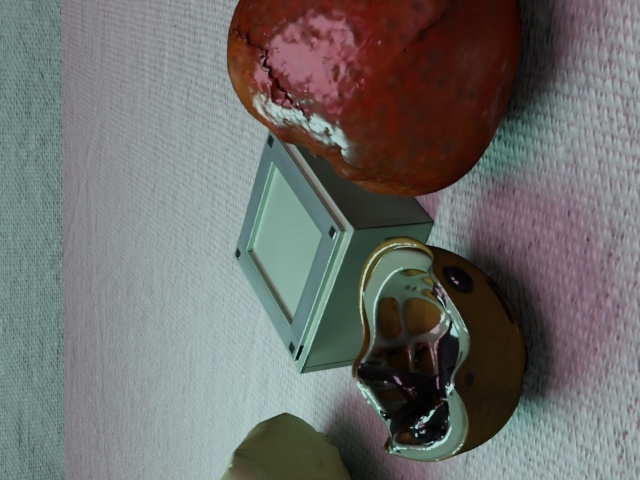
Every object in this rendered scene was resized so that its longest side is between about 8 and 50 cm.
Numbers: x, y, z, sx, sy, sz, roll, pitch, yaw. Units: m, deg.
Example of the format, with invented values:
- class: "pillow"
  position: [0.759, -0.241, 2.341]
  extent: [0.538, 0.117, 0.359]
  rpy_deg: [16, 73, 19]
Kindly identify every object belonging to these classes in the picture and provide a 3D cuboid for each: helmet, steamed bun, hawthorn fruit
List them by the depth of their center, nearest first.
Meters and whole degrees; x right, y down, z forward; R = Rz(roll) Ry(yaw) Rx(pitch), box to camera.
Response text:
- class: "hawthorn fruit"
  position: [0.071, -0.198, 0.851]
  extent: [0.307, 0.276, 0.276]
  rpy_deg: [-52, 48, 26]
- class: "helmet"
  position: [0.126, 0.107, 0.914]
  extent: [0.198, 0.130, 0.224]
  rpy_deg: [-56, 38, 43]
- class: "steamed bun"
  position: [-0.046, 0.401, 1.166]
  extent: [0.325, 0.230, 0.372]
  rpy_deg: [-71, -2, -50]

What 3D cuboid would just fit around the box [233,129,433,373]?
- class: "box"
  position: [0.000, 0.000, 1.127]
  extent: [0.225, 0.117, 0.225]
  rpy_deg: [55, 139, 41]
